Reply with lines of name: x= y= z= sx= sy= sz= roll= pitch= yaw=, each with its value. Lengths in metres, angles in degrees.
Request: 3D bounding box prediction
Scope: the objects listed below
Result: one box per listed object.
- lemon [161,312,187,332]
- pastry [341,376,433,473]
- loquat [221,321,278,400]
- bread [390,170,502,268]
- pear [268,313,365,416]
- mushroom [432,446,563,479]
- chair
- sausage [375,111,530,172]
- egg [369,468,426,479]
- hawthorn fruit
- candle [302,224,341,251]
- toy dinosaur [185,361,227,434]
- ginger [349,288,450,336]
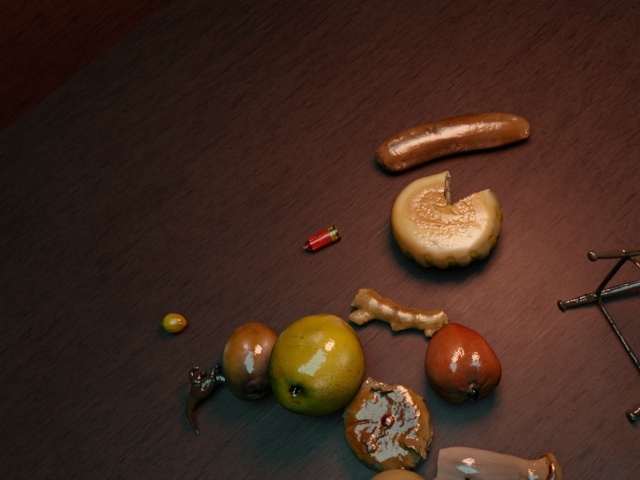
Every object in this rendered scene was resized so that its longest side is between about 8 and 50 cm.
lemon: x=-0.476 y=0.268 z=1.919 sx=0.092 sy=0.065 sz=0.065 roll=-3 pitch=65 yaw=17
pastry: x=0.179 y=0.508 z=1.616 sx=0.257 sy=0.121 sz=0.236 roll=12 pitch=70 yaw=19
loquat: x=-0.204 y=0.358 z=1.752 sx=0.179 sy=0.179 sz=0.227 roll=3 pitch=61 yaw=15
bread: x=0.374 y=-0.047 z=1.801 sx=0.333 sy=0.160 sz=0.333 roll=-6 pitch=64 yaw=13
pear: x=-0.011 y=0.348 z=1.643 sx=0.294 sy=0.294 sz=0.294 roll=-5 pitch=65 yaw=11
mushroom: x=0.446 y=0.611 z=1.522 sx=0.328 sy=0.122 sz=0.159 roll=-4 pitch=101 yaw=13
chair: x=0.904 y=0.171 z=1.478 sx=0.410 sy=0.362 sz=0.365 roll=-23 pitch=62 yaw=-3
sausage: x=0.424 y=-0.334 z=1.941 sx=0.500 sy=0.123 sz=0.136 roll=-13 pitch=66 yaw=7
egg: x=0.176 y=0.716 z=1.470 sx=0.218 sy=0.218 sz=0.295 roll=26 pitch=87 yaw=23
hawthorn fruit: x=0.381 y=0.315 z=1.629 sx=0.199 sy=0.199 sz=0.251 roll=-14 pitch=53 yaw=7
candle: x=0.000 y=0.000 z=1.932 sx=0.130 sy=0.052 sz=0.052 roll=-27 pitch=63 yaw=2
toy dinosaur: x=-0.328 y=0.464 z=1.781 sx=0.187 sy=0.087 sz=0.179 roll=-22 pitch=61 yaw=5
ginger: x=0.234 y=0.215 z=1.768 sx=0.298 sy=0.065 sz=0.118 roll=8 pitch=77 yaw=18
